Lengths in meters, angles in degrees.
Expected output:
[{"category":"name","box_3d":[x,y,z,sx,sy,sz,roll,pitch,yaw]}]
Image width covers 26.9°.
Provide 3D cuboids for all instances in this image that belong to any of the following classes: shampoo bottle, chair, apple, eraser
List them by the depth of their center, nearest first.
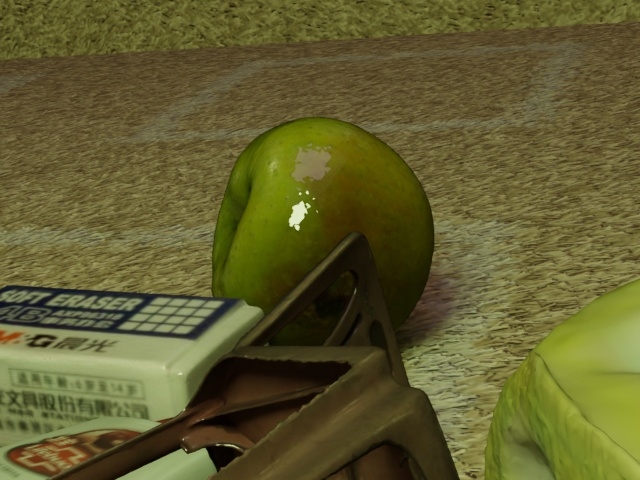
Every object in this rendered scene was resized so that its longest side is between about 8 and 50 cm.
[{"category":"chair","box_3d":[0.010,0.120,0.675,0.183,0.175,0.326,-2,22,42]},{"category":"shampoo bottle","box_3d":[-0.121,0.149,0.785,0.284,0.071,0.153,-20,21,-36]},{"category":"eraser","box_3d":[-0.186,0.092,0.971,0.279,0.081,0.124,2,20,24]},{"category":"apple","box_3d":[0.000,0.000,1.040,0.157,0.196,0.196,20,9,-21]}]

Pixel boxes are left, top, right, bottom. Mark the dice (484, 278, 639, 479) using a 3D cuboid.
[{"category":"dice","box_3d":[0.203,0.137,0.457,0.238,0.226,0.233,-11,18,-11]}]
